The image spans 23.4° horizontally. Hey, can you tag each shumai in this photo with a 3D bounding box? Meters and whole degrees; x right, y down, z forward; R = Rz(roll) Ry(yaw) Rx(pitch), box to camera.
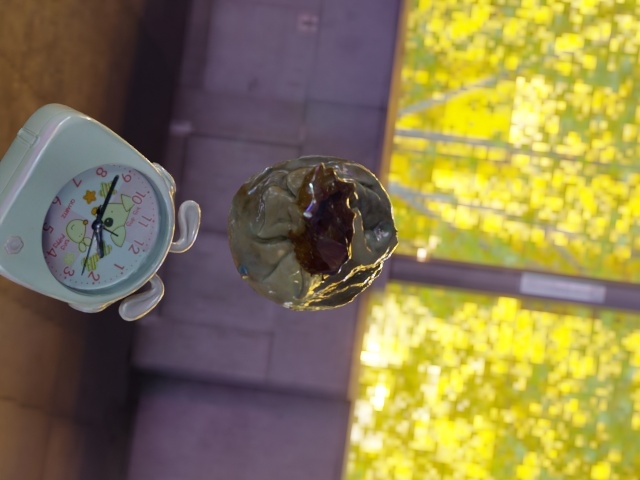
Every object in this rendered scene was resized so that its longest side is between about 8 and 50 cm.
[{"bbox_3d":[0.000,0.000,1.724,0.120,0.201,0.201,-117,-150,-66],"label":"shumai"}]

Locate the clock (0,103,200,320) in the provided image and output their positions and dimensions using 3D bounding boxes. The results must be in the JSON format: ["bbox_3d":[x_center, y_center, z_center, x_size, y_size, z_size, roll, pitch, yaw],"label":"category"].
[{"bbox_3d":[-0.197,-0.015,1.340,0.062,0.191,0.151,28,-94,52],"label":"clock"}]
